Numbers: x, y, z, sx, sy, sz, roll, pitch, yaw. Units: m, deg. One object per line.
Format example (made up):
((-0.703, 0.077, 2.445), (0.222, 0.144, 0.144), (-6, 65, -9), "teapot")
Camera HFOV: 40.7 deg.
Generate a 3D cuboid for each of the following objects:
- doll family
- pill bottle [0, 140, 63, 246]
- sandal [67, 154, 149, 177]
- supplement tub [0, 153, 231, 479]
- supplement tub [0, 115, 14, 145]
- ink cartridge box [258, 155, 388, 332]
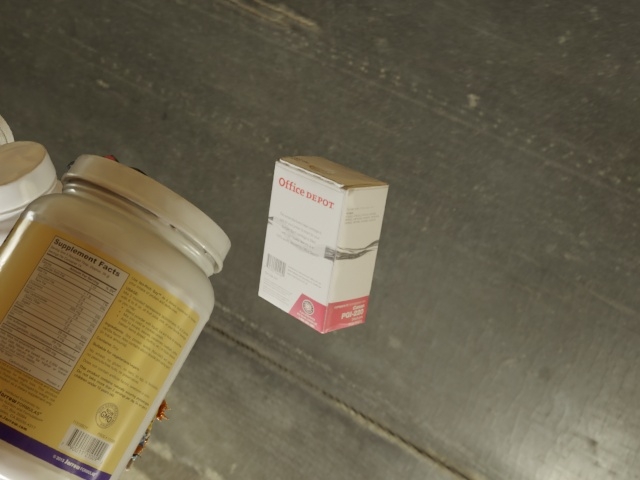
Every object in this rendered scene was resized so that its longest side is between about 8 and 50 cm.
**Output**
((-0.435, 0.456, 2.077), (0.118, 0.163, 0.263), (18, 77, -7), "doll family")
((-0.430, 0.005, 1.302), (0.160, 0.160, 0.283), (9, 130, 27), "pill bottle")
((-0.267, -0.085, 1.137), (0.179, 0.040, 0.067), (7, 146, 41), "sandal")
((-0.266, 0.098, 0.953), (0.241, 0.241, 0.331), (21, 72, 23), "supplement tub")
((-0.825, -0.176, 1.894), (0.191, 0.272, 0.191), (14, 129, 17), "supplement tub")
((0.000, 0.000, 1.252), (0.158, 0.092, 0.218), (27, 117, 43), "ink cartridge box")
